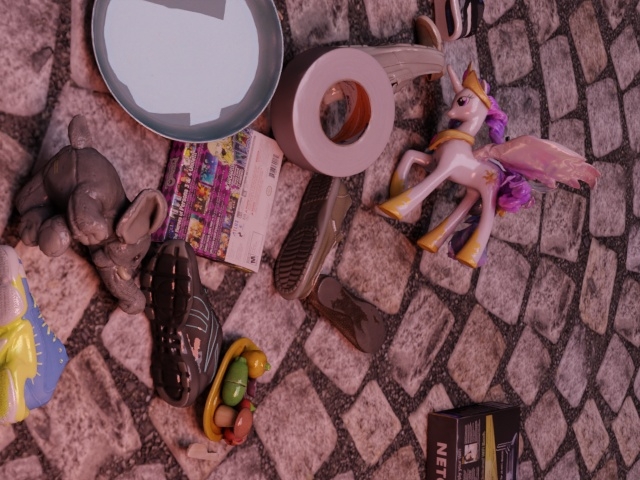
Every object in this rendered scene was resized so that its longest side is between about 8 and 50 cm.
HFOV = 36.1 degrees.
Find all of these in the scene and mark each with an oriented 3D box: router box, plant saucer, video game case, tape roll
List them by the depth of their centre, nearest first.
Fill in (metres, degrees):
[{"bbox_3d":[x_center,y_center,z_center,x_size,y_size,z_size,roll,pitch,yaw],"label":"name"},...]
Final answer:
[{"bbox_3d":[-0.204,-0.307,1.512,0.318,0.044,0.317,0,90,-31],"label":"plant saucer"},{"bbox_3d":[-0.163,-0.082,1.609,0.210,0.042,0.232,21,77,-45],"label":"video game case"},{"bbox_3d":[0.023,-0.221,1.684,0.219,0.072,0.219,-10,107,-35],"label":"tape roll"},{"bbox_3d":[0.331,0.516,2.122,0.243,0.081,0.309,2,90,-47],"label":"router box"}]

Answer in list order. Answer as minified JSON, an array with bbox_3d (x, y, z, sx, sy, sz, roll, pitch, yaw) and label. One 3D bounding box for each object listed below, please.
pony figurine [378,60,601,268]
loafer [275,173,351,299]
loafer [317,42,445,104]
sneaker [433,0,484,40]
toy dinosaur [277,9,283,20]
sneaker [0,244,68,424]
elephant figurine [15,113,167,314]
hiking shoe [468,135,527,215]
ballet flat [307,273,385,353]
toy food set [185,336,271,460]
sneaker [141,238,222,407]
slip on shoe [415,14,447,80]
[{"bbox_3d":[0.323,-0.132,1.946,0.351,0.303,0.363,33,79,-8],"label":"pony figurine"},{"bbox_3d":[0.000,0.000,1.746,0.087,0.094,0.251,37,66,-36],"label":"loafer"},{"bbox_3d":[0.112,-0.313,1.847,0.319,0.112,0.111,-11,105,-38],"label":"loafer"},{"bbox_3d":[0.288,-0.530,2.044,0.121,0.079,0.217,-22,115,-47],"label":"sneaker"},{"bbox_3d":[-0.114,-0.370,1.641,0.092,0.053,0.183,-24,109,-42],"label":"toy dinosaur"},{"bbox_3d":[-0.412,0.126,1.346,0.126,0.091,0.240,1,91,-65],"label":"sneaker"},{"bbox_3d":[-0.305,-0.026,1.410,0.239,0.186,0.169,28,28,-54],"label":"elephant figurine"},{"bbox_3d":[0.372,-0.139,2.153,0.227,0.086,0.114,-41,104,-41],"label":"hiking shoe"},{"bbox_3d":[0.044,0.135,1.834,0.250,0.058,0.084,43,65,-44],"label":"ballet flat"},{"bbox_3d":[-0.130,0.270,1.611,0.128,0.071,0.218,55,52,-62],"label":"toy food set"},{"bbox_3d":[-0.213,0.123,1.544,0.106,0.101,0.267,-21,116,-55],"label":"sneaker"},{"bbox_3d":[0.217,-0.389,1.993,0.041,0.051,0.135,-35,123,-27],"label":"slip on shoe"}]
